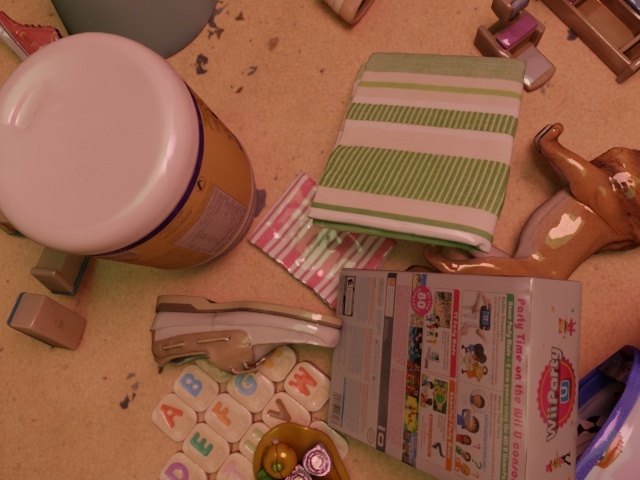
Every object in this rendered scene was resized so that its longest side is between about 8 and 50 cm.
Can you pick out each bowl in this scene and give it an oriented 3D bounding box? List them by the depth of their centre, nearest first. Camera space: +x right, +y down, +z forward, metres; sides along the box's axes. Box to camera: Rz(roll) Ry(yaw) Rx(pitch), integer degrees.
[{"bbox_3d":[-0.337,-0.470,0.816,0.311,0.163,0.312,-1,81,8],"label":"bowl"}]

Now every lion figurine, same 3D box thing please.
[{"bbox_3d":[0.330,-0.005,0.688,0.392,0.142,0.240,-44,86,15],"label":"lion figurine"}]

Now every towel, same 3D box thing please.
[{"bbox_3d":[0.140,-0.141,0.689,0.247,0.038,0.325,9,61,18],"label":"towel"},{"bbox_3d":[0.000,0.000,0.771,0.197,0.029,0.144,38,88,11],"label":"towel"}]

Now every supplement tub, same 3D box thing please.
[{"bbox_3d":[-0.225,-0.086,0.661,0.240,0.331,0.241,-1,83,8],"label":"supplement tub"}]

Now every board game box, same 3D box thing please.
[{"bbox_3d":[0.140,0.149,0.599,0.097,0.303,0.224,7,86,-34],"label":"board game box"}]

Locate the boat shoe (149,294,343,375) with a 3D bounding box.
[{"bbox_3d":[-0.111,0.142,0.712,0.302,0.113,0.104,-1,73,26],"label":"boat shoe"}]

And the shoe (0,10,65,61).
[{"bbox_3d":[-0.503,-0.356,0.877,0.081,0.063,0.178,-41,84,0],"label":"shoe"}]

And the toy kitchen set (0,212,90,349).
[{"bbox_3d":[-0.464,0.052,0.805,0.165,0.122,0.207,6,63,9],"label":"toy kitchen set"}]

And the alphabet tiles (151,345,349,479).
[{"bbox_3d":[-0.112,0.290,0.752,0.278,0.021,0.284,37,89,11],"label":"alphabet tiles"}]

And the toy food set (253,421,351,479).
[{"bbox_3d":[-0.017,0.367,0.690,0.128,0.071,0.218,-27,86,1],"label":"toy food set"}]

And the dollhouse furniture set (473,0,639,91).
[{"bbox_3d":[0.390,-0.347,0.624,0.286,0.303,0.198,-38,78,2],"label":"dollhouse furniture set"}]

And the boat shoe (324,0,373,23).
[{"bbox_3d":[0.127,-0.476,0.782,0.302,0.109,0.098,-44,84,6],"label":"boat shoe"}]

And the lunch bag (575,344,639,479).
[{"bbox_3d":[0.381,0.364,0.566,0.327,0.239,0.386,35,95,13],"label":"lunch bag"}]
